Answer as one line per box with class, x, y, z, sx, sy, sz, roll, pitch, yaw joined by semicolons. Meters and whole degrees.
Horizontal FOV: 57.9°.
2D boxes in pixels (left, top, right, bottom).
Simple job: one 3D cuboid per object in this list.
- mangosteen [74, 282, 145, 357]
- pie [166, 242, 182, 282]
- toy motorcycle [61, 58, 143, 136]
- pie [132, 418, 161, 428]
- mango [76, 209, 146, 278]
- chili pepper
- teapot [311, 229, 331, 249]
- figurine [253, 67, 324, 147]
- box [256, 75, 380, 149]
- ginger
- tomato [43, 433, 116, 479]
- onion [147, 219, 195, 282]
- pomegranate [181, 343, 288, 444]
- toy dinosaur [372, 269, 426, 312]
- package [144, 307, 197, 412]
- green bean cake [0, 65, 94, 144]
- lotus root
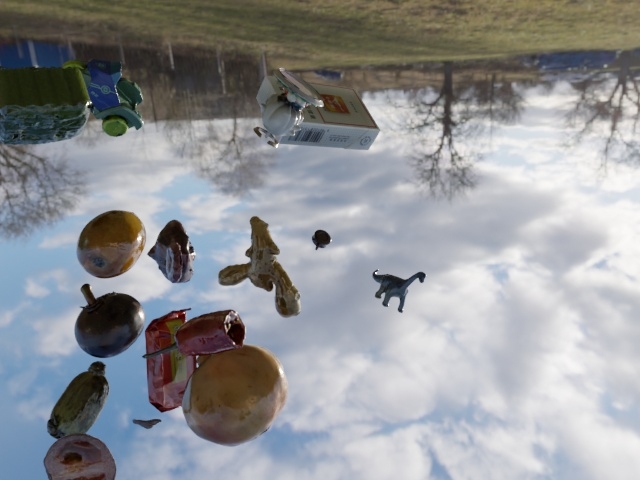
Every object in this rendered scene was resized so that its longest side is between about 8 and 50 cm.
mangosteen;-0.724;0.257;1.940;0.235;0.261;0.235;-22;-154;11
pie;-0.506;0.077;2.001;0.038;0.153;0.153;0;-168;-23
toy motorcycle;-0.783;-0.559;2.145;0.200;0.326;0.191;-19;-123;10
pie;-0.655;0.678;2.149;0.088;0.033;0.191;19;152;-21
mango;-0.610;0.002;1.711;0.173;0.211;0.317;32;-174;-14
chili pepper;-0.420;0.328;1.953;0.338;0.134;0.131;-19;-134;21
teapot;0.000;0.000;2.079;0.068;0.045;0.100;31;-132;-6
figurine;-0.084;-0.276;1.252;0.132;0.154;0.132;32;-158;-14
box;-0.004;-0.383;1.756;0.330;0.095;0.210;-3;-127;-32
ginger;-0.203;0.118;2.250;0.363;0.348;0.122;33;-146;11
tomato;-0.713;0.676;1.748;0.199;0.228;0.112;-6;-173;-10
onion;-0.622;0.051;2.405;0.195;0.272;0.272;-10;-164;-11
pomegranate;-0.336;0.572;2.201;0.411;0.411;0.411;-5;-165;1
toy dinosaur;0.241;0.115;1.847;0.075;0.188;0.248;8;-150;-26
package;-0.633;0.507;2.472;0.123;0.424;0.196;-3;-179;40
green bean cake;-0.818;-0.386;1.692;0.247;0.156;0.250;-12;168;-35
lotus root;-0.906;0.610;2.207;0.173;0.173;0.309;10;-118;44
